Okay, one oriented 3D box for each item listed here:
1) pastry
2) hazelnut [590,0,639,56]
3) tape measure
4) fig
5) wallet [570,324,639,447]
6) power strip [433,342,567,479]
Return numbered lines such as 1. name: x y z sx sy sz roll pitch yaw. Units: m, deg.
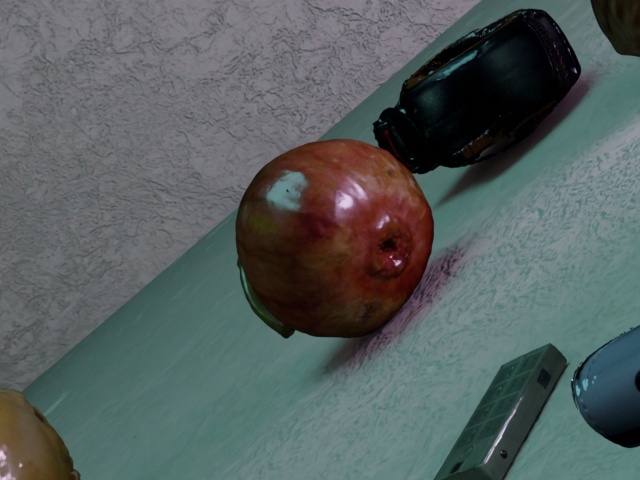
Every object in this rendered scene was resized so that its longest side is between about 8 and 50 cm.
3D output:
1. pastry: -0.371 0.322 1.410 0.315 0.184 0.284 -53 13 7
2. hazelnut: 0.325 -0.269 1.199 0.181 0.181 0.212 -22 19 -1
3. tape measure: 0.186 -0.165 1.492 0.202 0.135 0.223 -36 5 -36
4. fig: 0.001 -0.001 1.269 0.205 0.205 0.205 -42 8 8
5. wallet: 0.233 0.016 0.570 0.231 0.069 0.170 -33 -5 35
6. power strip: 0.108 0.114 0.814 0.051 0.019 0.136 -30 14 47
